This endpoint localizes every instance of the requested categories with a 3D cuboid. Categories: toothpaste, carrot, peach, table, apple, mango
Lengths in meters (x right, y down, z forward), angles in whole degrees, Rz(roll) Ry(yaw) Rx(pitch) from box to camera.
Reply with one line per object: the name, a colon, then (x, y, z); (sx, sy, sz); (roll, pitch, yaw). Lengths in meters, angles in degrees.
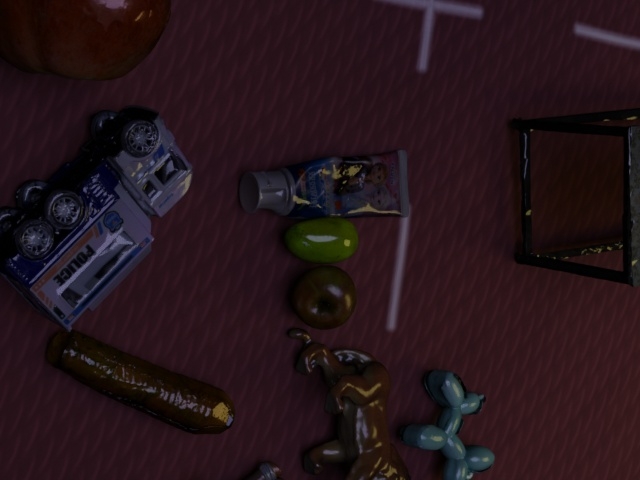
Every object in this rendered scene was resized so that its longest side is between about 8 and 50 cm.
toothpaste: (0.016, -0.072, 1.983); (0.266, 0.061, 0.096); (-5, 96, -34)
carrot: (-0.228, 0.183, 1.861); (0.260, 0.070, 0.070); (28, 81, -26)
peach: (-0.283, -0.317, 1.702); (0.232, 0.232, 0.257); (1, 103, -28)
table: (0.488, -0.078, 2.102); (0.335, 0.272, 0.222); (-7, 99, -28)
apple: (0.004, 0.076, 1.966); (0.089, 0.074, 0.089); (-5, 114, -12)
mango: (0.000, 0.000, 1.964); (0.108, 0.073, 0.056); (10, 50, -30)

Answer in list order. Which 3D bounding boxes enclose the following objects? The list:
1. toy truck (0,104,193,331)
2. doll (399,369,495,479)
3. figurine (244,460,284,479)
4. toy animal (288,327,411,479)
toy truck: (-0.275, -0.033, 1.788); (0.268, 0.124, 0.155); (-46, 120, -15)
doll: (0.191, 0.282, 2.090); (0.158, 0.059, 0.159); (31, 70, -32)
figurine: (-0.118, 0.374, 1.919); (0.197, 0.093, 0.147); (-35, 120, -22)
toy animal: (0.056, 0.265, 2.014); (0.157, 0.097, 0.312); (-10, 96, -39)
